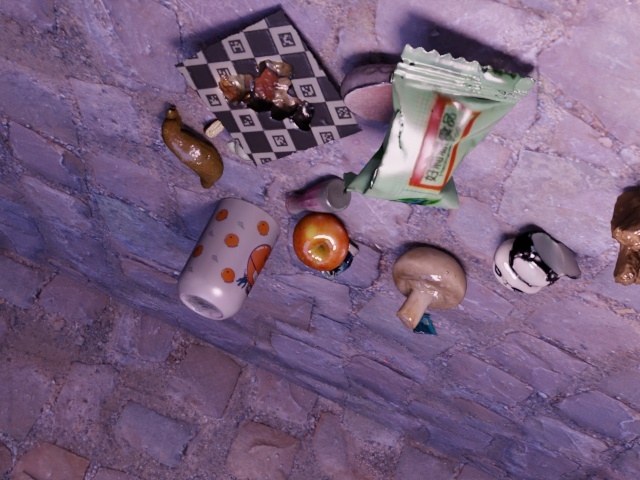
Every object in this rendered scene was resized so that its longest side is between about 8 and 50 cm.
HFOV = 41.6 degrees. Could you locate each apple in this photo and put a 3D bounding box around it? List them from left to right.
[{"bbox_3d":[0.000,0.000,2.302,0.163,0.139,0.164,0,110,1],"label":"apple"}]

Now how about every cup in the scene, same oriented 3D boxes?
[{"bbox_3d":[-0.278,0.063,2.475,0.212,0.317,0.212,21,154,11],"label":"cup"}]

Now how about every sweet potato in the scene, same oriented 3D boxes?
[{"bbox_3d":[-0.330,-0.229,2.242,0.124,0.098,0.310,33,164,39],"label":"sweet potato"}]

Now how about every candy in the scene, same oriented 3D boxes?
[{"bbox_3d":[0.219,-0.208,1.657,0.262,0.172,0.398,6,138,-15],"label":"candy"}]

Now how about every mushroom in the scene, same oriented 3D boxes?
[{"bbox_3d":[0.274,0.131,2.232,0.207,0.215,0.207,28,159,11],"label":"mushroom"}]

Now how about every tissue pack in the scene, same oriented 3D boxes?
[{"bbox_3d":[0.317,0.265,2.649,0.085,0.028,0.138,11,153,27],"label":"tissue pack"}]

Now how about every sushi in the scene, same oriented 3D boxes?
[{"bbox_3d":[-0.103,-0.338,1.868,0.339,0.069,0.320,-15,125,39],"label":"sushi"}]

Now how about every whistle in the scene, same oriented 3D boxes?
[{"bbox_3d":[-0.163,-0.273,2.045,0.113,0.077,0.236,21,148,-1],"label":"whistle"}]

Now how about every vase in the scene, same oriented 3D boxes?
[{"bbox_3d":[-0.014,-0.107,2.208,0.086,0.086,0.214,39,155,-25],"label":"vase"}]

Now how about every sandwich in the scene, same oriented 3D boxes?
[{"bbox_3d":[-0.279,-0.282,2.157,0.031,0.044,0.083,43,147,-22],"label":"sandwich"}]

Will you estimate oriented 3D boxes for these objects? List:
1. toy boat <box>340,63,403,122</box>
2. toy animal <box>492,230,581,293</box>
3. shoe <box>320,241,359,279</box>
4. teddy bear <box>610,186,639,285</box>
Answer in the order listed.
[{"bbox_3d":[0.153,-0.309,1.711,0.227,0.085,0.155,4,157,16],"label":"toy boat"},{"bbox_3d":[0.495,0.061,1.994,0.166,0.138,0.179,49,144,-8],"label":"toy animal"},{"bbox_3d":[0.030,0.060,2.441,0.091,0.106,0.207,35,158,-14],"label":"shoe"},{"bbox_3d":[0.673,0.002,1.636,0.222,0.246,0.296,47,-179,-2],"label":"teddy bear"}]
